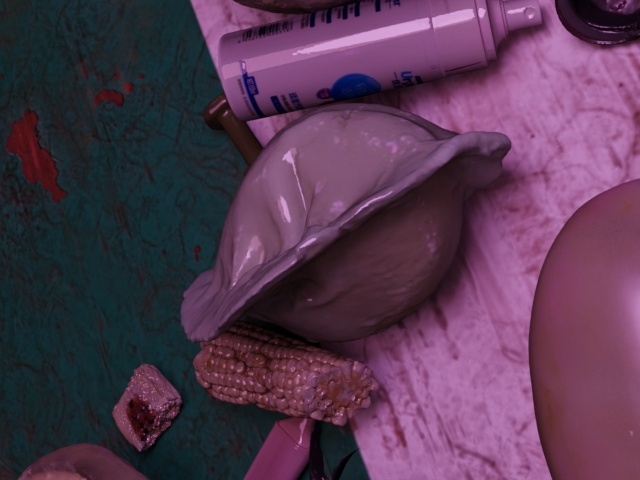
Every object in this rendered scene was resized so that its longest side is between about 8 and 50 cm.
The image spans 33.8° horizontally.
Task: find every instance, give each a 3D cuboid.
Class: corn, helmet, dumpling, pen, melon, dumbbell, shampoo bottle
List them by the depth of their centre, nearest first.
[{"bbox_3d":[0.271,0.108,0.784,0.223,0.223,0.316,-15,73,32],"label":"melon"},{"bbox_3d":[0.265,-0.233,0.915,0.070,0.098,0.123,-60,9,-28],"label":"helmet"},{"bbox_3d":[0.022,-0.003,0.988,0.270,0.212,0.320,-101,35,-59],"label":"dumpling"},{"bbox_3d":[0.058,-0.187,1.011,0.304,0.092,0.092,-10,78,12],"label":"shampoo bottle"},{"bbox_3d":[-0.043,0.137,1.056,0.211,0.087,0.087,12,91,46],"label":"corn"},{"bbox_3d":[-0.048,0.239,1.096,0.053,0.032,0.197,41,109,32],"label":"pen"},{"bbox_3d":[-0.083,-0.109,1.155,0.052,0.046,0.118,-42,63,16],"label":"dumbbell"}]

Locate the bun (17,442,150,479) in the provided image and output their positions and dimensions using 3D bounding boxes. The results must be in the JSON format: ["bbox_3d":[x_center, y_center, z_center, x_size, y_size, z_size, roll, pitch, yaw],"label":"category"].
[{"bbox_3d":[-0.229,0.365,1.132,0.287,0.146,0.287,-2,86,32],"label":"bun"}]

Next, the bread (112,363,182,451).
[{"bbox_3d":[-0.200,0.190,1.202,0.070,0.035,0.083,45,112,31],"label":"bread"}]

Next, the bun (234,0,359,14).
[{"bbox_3d":[-0.026,-0.394,1.003,0.360,0.211,0.359,6,110,18],"label":"bun"}]

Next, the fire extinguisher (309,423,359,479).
[{"bbox_3d":[0.105,0.302,0.932,0.337,0.114,0.135,31,117,33],"label":"fire extinguisher"}]
